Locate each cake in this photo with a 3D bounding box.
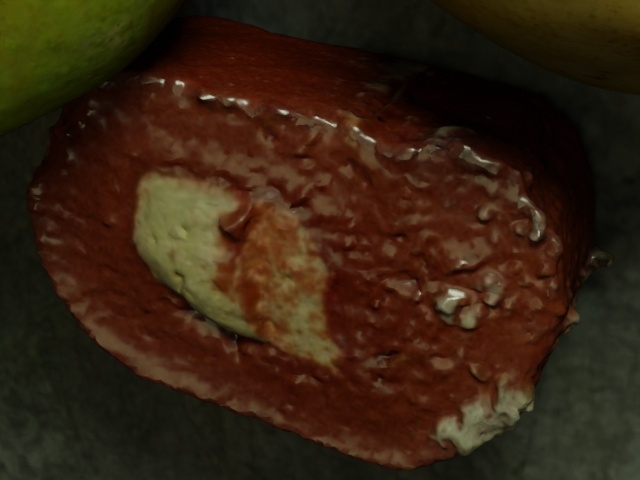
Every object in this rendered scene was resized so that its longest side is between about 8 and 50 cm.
[{"bbox_3d":[0.000,0.000,0.857,0.282,0.151,0.177,14,111,11],"label":"cake"}]

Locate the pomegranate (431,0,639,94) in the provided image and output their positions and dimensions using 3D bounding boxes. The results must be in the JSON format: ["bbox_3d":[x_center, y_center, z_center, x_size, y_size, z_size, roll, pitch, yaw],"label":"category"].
[{"bbox_3d":[0.135,-0.176,0.671,0.264,0.264,0.264,8,113,19],"label":"pomegranate"}]

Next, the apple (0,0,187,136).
[{"bbox_3d":[-0.192,-0.195,0.751,0.339,0.339,0.340,8,113,19],"label":"apple"}]
